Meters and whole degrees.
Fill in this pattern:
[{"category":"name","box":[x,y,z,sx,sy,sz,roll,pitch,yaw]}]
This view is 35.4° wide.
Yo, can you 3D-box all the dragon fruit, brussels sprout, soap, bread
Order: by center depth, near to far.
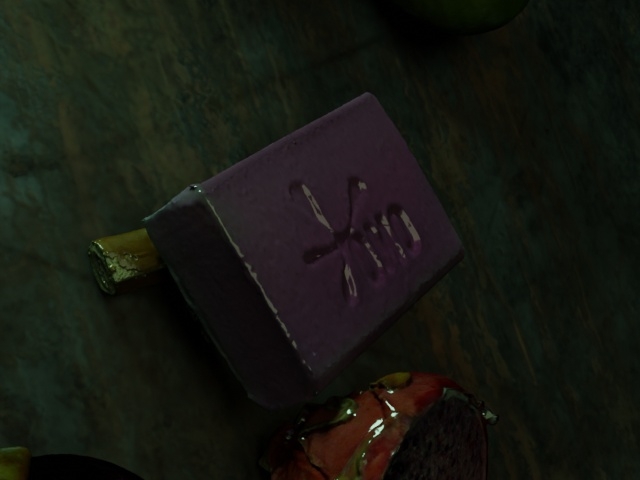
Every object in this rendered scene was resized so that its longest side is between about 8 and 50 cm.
[{"category":"bread","box":[-0.135,0.013,0.778,0.083,0.036,0.046,-18,87,-42]},{"category":"dragon fruit","box":[0.028,0.199,0.789,0.224,0.148,0.218,-34,127,-48]},{"category":"soap","box":[0.001,-0.001,0.832,0.259,0.081,0.181,-34,96,-47]},{"category":"brussels sprout","box":[0.135,-0.288,1.011,0.181,0.144,0.161,-3,97,-15]}]

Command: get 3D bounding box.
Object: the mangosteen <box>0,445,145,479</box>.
[{"category":"mangosteen","box":[-0.191,0.208,0.578,0.250,0.211,0.211,36,56,-9]}]
